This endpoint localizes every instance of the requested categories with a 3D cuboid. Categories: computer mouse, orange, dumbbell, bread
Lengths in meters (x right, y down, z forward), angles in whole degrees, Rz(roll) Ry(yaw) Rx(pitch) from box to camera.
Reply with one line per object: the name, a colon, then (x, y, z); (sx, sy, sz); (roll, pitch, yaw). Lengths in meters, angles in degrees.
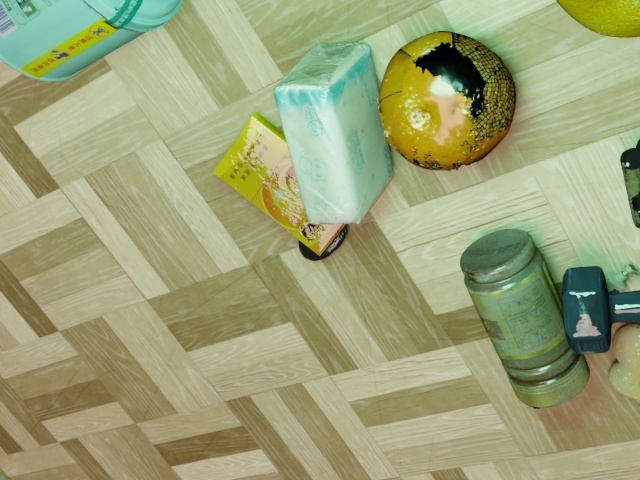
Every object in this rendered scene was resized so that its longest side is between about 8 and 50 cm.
computer mouse: (0.000, 0.000, 1.870); (0.079, 0.047, 0.135); (39, 129, -8)
orange: (0.420, -0.396, 1.275); (0.236, 0.236, 0.236); (12, 128, 16)
orange: (0.204, -0.228, 1.528); (0.234, 0.182, 0.234); (20, 129, 27)
dumbbell: (0.578, 0.110, 1.587); (0.316, 0.143, 0.156); (-6, 91, 18)
bread: (0.697, 0.251, 1.735); (0.316, 0.054, 0.316); (14, 130, 17)

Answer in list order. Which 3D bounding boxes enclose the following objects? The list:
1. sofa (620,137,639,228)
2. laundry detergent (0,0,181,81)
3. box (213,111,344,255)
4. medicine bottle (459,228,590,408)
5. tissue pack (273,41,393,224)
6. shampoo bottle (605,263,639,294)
sofa: (0.626, -0.070, 1.484); (0.258, 0.182, 0.200); (-2, 141, 26)
laundry detergent: (-0.400, -0.454, 1.556); (0.305, 0.287, 0.287); (-18, 115, 34)
box: (-0.061, -0.109, 1.795); (0.269, 0.043, 0.152); (39, 119, -3)
medicine bottle: (0.382, 0.145, 1.733); (0.151, 0.151, 0.322); (-12, 118, 31)
tissue pack: (0.030, -0.187, 1.617); (0.124, 0.201, 0.271); (6, 127, 29)
shampoo bottle: (0.528, 0.089, 1.704); (0.049, 0.034, 0.141); (38, 130, 2)
